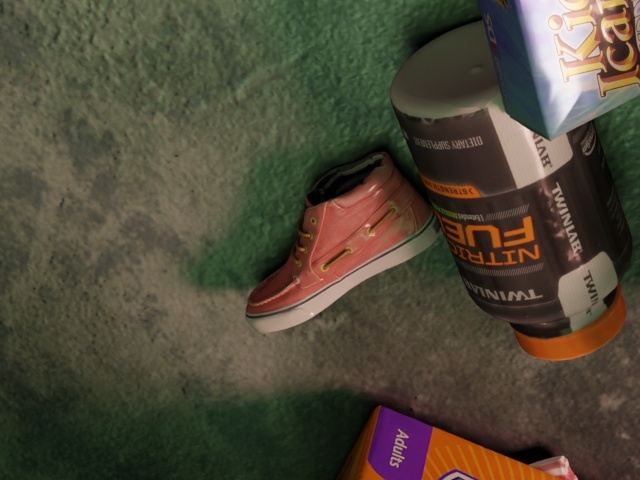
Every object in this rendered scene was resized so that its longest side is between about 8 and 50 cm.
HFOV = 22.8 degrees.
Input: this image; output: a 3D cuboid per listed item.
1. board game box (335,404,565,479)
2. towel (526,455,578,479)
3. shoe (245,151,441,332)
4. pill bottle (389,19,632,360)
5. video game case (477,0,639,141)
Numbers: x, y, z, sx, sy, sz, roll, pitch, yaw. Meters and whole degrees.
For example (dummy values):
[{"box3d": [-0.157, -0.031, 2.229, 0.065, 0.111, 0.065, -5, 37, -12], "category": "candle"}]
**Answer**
[{"box3d": [0.115, 0.430, 1.311, 0.356, 0.356, 0.356, 22, 129, -3], "category": "board game box"}, {"box3d": [0.192, 0.276, 1.426, 0.144, 0.029, 0.197, -20, 120, 23], "category": "towel"}, {"box3d": [0.000, 0.000, 1.234, 0.178, 0.063, 0.081, -29, 116, 18], "category": "shoe"}, {"box3d": [0.149, -0.029, 1.151, 0.130, 0.130, 0.245, -15, 122, 17], "category": "pill bottle"}, {"box3d": [0.202, -0.231, 0.974, 0.244, 0.061, 0.269, -26, 121, -12], "category": "video game case"}]
